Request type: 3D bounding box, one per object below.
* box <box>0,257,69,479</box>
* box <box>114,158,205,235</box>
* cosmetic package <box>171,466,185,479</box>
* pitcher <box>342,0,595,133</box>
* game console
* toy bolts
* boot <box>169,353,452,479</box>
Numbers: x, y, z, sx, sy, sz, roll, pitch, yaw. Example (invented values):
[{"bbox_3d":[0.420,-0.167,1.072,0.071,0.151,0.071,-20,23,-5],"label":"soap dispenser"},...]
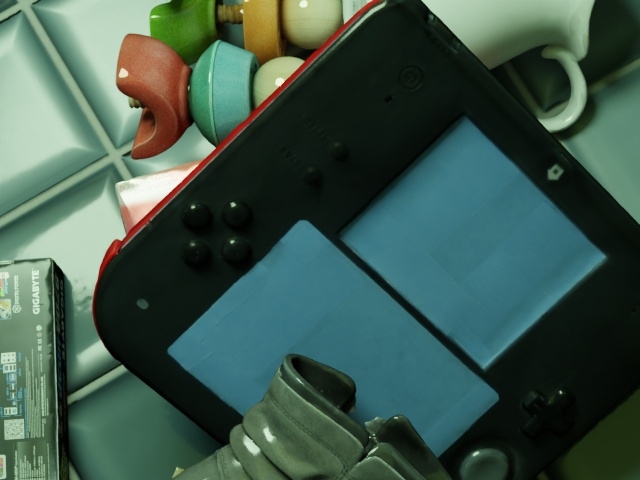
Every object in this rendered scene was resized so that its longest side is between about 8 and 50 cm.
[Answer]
[{"bbox_3d":[-0.301,0.129,1.480,0.175,0.051,0.220,-5,76,2],"label":"box"},{"bbox_3d":[0.000,0.000,1.449,0.300,0.142,0.154,-15,78,-1],"label":"box"},{"bbox_3d":[-0.075,0.233,1.447,0.115,0.041,0.060,20,78,7],"label":"cosmetic package"},{"bbox_3d":[0.129,-0.171,1.485,0.207,0.125,0.177,-5,105,-14],"label":"pitcher"},{"bbox_3d":[0.060,0.049,1.339,0.342,0.060,0.386,-42,116,13],"label":"game console"},{"bbox_3d":[-0.069,-0.183,1.435,0.159,0.218,0.228,0,50,7],"label":"toy bolts"},{"bbox_3d":[0.030,0.262,1.323,0.223,0.118,0.338,-42,106,10],"label":"boot"}]
